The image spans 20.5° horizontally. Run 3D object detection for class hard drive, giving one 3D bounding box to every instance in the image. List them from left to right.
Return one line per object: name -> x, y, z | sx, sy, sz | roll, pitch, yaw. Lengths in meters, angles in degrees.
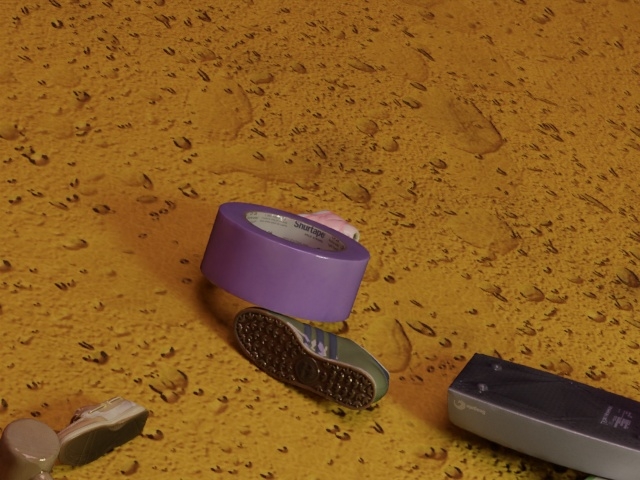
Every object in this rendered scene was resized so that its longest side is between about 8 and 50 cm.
hard drive -> 0.277, 0.205, 2.027 | 0.254, 0.054, 0.172 | 17, 16, 13

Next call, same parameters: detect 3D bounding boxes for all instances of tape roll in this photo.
tape roll -> -0.042, 0.024, 2.092 | 0.189, 0.080, 0.189 | 19, 11, -4

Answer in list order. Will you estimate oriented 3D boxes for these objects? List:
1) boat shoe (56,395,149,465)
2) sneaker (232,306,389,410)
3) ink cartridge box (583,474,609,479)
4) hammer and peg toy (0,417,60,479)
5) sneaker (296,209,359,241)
boat shoe -> -0.232, 0.192, 1.804 | 0.045, 0.050, 0.135 | 32, 22, 23
sneaker -> -0.005, 0.133, 2.028 | 0.192, 0.064, 0.086 | 28, 16, 20
ink cartridge box -> 0.346, 0.326, 1.858 | 0.235, 0.056, 0.171 | 15, 23, 33
hammer and peg toy -> -0.310, 0.264, 1.561 | 0.266, 0.127, 0.361 | 35, 33, 21
sneaker -> 0.000, 0.000, 2.236 | 0.070, 0.051, 0.134 | 31, 28, 25
